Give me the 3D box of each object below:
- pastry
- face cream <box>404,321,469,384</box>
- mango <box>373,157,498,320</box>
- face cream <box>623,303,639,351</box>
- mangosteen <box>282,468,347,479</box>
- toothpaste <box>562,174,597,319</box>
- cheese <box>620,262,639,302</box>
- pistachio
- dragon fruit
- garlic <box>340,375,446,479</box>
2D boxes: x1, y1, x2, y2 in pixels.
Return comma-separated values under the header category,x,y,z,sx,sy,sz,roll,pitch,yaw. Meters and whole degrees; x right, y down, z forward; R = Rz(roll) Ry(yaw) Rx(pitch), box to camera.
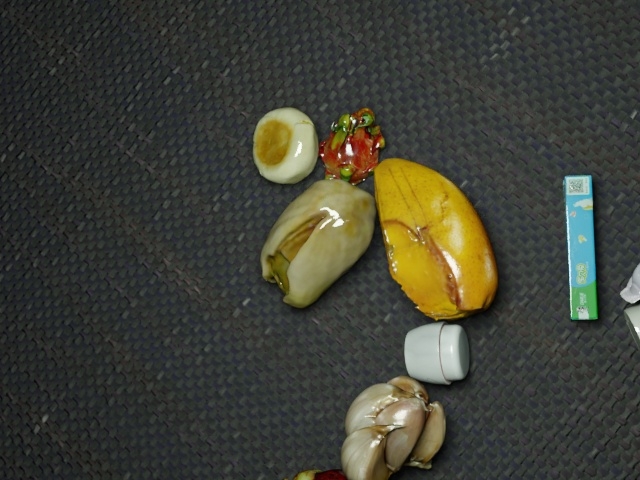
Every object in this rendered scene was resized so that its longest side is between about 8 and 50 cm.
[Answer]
category,x,y,z,sx,sy,sz,roll,pitch,yaw
pastry,-0.065,-0.187,1.827,0.156,0.092,0.156,-2,88,44
face cream,0.219,0.211,1.723,0.104,0.117,0.117,-7,82,22
mango,0.199,-0.004,1.729,0.199,0.201,0.350,-11,66,-28
face cream,0.659,0.129,1.638,0.214,0.096,0.095,-22,79,10
mangosteen,0.010,0.500,1.713,0.200,0.200,0.199,-1,83,13
toothpaste,0.480,0.014,1.711,0.050,0.065,0.266,-2,83,10
cheese,0.644,0.037,1.641,0.245,0.135,0.052,-34,106,4
pistachio,0.000,0.000,1.758,0.166,0.197,0.288,56,129,20
dragon fruit,0.058,-0.193,1.818,0.138,0.175,0.142,10,55,4
garlic,0.117,0.342,1.683,0.160,0.214,0.191,44,137,46
